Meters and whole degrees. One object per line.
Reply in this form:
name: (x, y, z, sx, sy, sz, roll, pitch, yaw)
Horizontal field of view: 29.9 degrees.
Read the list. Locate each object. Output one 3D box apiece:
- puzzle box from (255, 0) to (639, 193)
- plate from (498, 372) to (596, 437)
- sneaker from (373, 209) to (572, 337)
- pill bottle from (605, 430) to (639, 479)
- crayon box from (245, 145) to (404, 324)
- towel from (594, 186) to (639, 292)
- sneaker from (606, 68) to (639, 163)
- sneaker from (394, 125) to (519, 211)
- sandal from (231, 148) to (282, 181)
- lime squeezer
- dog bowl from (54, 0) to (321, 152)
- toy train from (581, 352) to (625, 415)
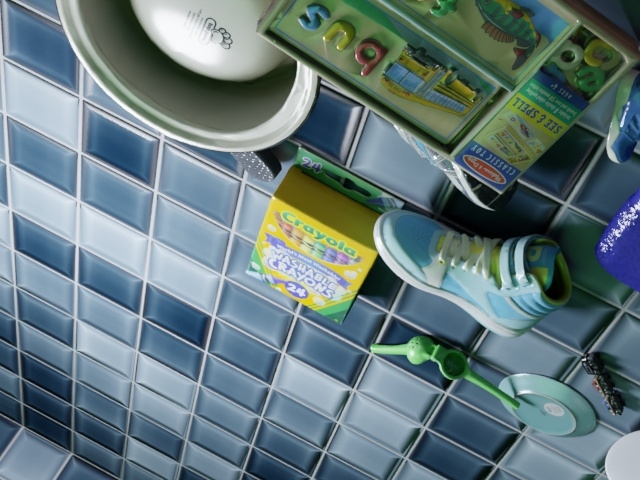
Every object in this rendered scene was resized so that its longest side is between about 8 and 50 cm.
puzzle box: (0.157, -0.255, 1.511, 0.409, 0.052, 0.272, 30, 126, -17)
plate: (0.414, 0.313, 2.215, 0.188, 0.024, 0.188, 21, 145, 16)
sneaker: (0.255, 0.021, 1.875, 0.319, 0.127, 0.208, 29, 150, -15)
pill bottle: (0.609, 0.476, 2.150, 0.161, 0.161, 0.283, 3, 137, 35)
crayon box: (0.000, 0.000, 2.079, 0.203, 0.083, 0.323, 28, 146, 4)
towel: (0.533, -0.012, 1.667, 0.228, 0.076, 0.308, 34, 148, 9)
sneaker: (0.428, -0.150, 1.571, 0.084, 0.058, 0.152, 25, 140, 25)
sneaker: (0.181, -0.159, 1.741, 0.283, 0.110, 0.122, 50, 160, -22)
sandal: (-0.146, -0.202, 1.966, 0.097, 0.054, 0.254, 9, 145, 45)
lime squeezer: (0.220, 0.234, 2.224, 0.310, 0.059, 0.110, 19, 138, 24)
dog bowl: (-0.162, -0.326, 1.698, 0.408, 0.150, 0.408, 16, 139, 15)
toy train: (0.487, 0.249, 2.073, 0.036, 0.027, 0.158, 1, 136, 42)
